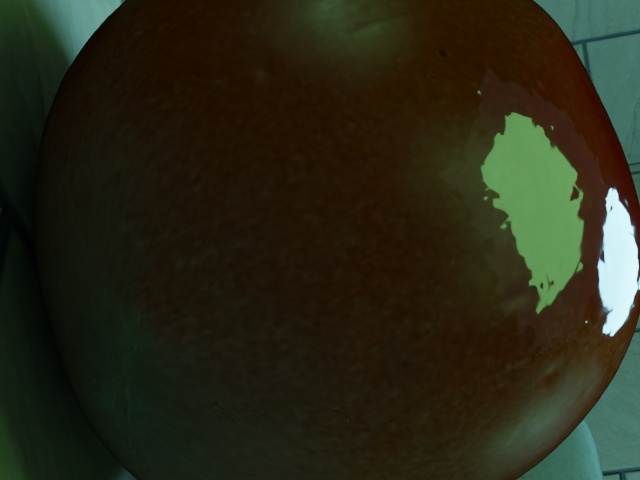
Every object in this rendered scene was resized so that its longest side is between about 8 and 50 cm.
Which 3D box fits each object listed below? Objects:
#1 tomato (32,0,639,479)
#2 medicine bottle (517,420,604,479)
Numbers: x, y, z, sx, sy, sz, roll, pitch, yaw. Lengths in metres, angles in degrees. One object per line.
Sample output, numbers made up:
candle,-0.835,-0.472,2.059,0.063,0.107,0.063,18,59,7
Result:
tomato,0.001,0.001,0.725,0.321,0.321,0.321,-9,90,-79
medicine bottle,0.055,0.225,0.829,0.375,0.282,0.123,-90,-164,-48
